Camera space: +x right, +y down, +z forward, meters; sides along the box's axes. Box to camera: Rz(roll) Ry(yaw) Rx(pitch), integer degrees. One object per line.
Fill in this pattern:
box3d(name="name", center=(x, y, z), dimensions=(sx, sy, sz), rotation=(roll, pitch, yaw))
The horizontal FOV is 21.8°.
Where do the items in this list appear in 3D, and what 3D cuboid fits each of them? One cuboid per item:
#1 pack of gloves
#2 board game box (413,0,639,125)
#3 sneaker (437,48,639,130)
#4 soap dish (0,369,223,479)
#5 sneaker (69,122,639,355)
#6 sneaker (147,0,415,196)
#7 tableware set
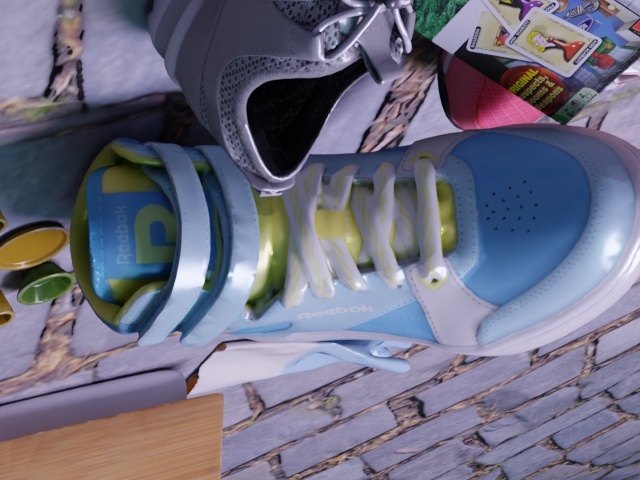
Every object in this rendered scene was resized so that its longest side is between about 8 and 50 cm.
box3d(name="pack of gloves", center=(0.033, 0.073, 1.306), dimensions=(0.232, 0.046, 0.195), rotation=(-9, 155, -37))
box3d(name="board game box", center=(0.139, -0.165, 0.757), dimensions=(0.136, 0.030, 0.260), rotation=(32, 135, -13))
box3d(name="sneaker", center=(0.180, -0.125, 0.855), dimensions=(0.116, 0.136, 0.314), rotation=(-2, 150, -45))
box3d(name="soap dish", center=(-0.228, 0.211, 1.248), dimensions=(0.290, 0.118, 0.229), rotation=(-10, 155, -32))
box3d(name="sneaker", center=(0.000, 0.000, 0.871), dimensions=(0.319, 0.127, 0.208), rotation=(-12, 168, 38))
box3d(name="sneaker", center=(0.021, -0.125, 0.704), dimensions=(0.105, 0.115, 0.281), rotation=(-12, 156, -30))
box3d(name="tableware set", center=(-0.190, 0.016, 0.946), dimensions=(0.104, 0.024, 0.154), rotation=(-21, 159, -10))
